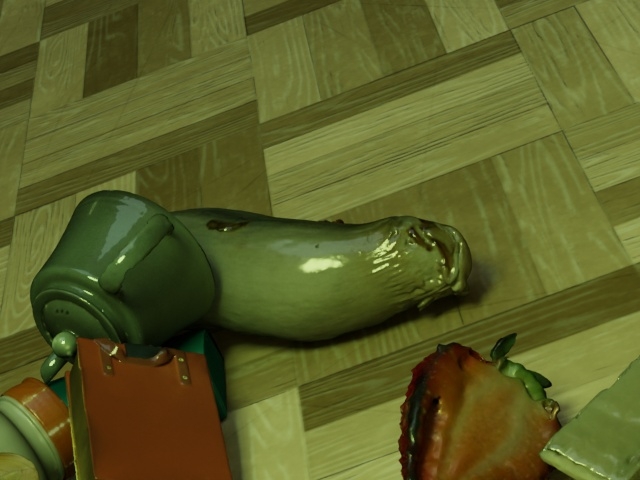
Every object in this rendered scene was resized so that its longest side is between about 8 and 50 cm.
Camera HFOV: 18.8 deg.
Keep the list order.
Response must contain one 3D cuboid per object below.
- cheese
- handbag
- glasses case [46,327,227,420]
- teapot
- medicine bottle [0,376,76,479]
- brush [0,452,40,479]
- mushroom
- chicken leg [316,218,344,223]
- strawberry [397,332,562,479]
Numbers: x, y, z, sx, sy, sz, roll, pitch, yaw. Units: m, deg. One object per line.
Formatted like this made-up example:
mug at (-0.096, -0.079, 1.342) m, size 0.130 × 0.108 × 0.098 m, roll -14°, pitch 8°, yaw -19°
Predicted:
cheese at (0.331, 0.078, 1.588) m, size 0.085 × 0.034 × 0.400 m, roll 29°, pitch 50°, yaw 34°
handbag at (-0.153, 0.166, 1.698) m, size 0.127 × 0.062 × 0.190 m, roll 8°, pitch 35°, yaw -20°
glasses case at (-0.241, 0.169, 1.865) m, size 0.301 × 0.070 × 0.117 m, roll -22°, pitch 25°, yaw 5°
teapot at (-0.202, 0.053, 1.810) m, size 0.149 × 0.162 × 0.239 m, roll -49°, pitch 1°, yaw -40°
medicine bottle at (-0.343, 0.239, 1.703) m, size 0.289 × 0.157 × 0.157 m, roll -36°, pitch 29°, yaw -27°
brush at (-0.272, 0.282, 1.496) m, size 0.166 × 0.174 × 0.266 m, roll -1°, pitch 55°, yaw 43°
mushroom at (-0.036, 0.029, 1.907) m, size 0.397 × 0.126 × 0.177 m, roll 3°, pitch 14°, yaw 40°
chicken leg at (0.003, -0.001, 2.020) m, size 0.145 × 0.037 × 0.062 m, roll 2°, pitch 10°, yaw 37°
strawberry at (0.122, 0.163, 1.553) m, size 0.140 × 0.085 × 0.192 m, roll 10°, pitch 51°, yaw -13°
